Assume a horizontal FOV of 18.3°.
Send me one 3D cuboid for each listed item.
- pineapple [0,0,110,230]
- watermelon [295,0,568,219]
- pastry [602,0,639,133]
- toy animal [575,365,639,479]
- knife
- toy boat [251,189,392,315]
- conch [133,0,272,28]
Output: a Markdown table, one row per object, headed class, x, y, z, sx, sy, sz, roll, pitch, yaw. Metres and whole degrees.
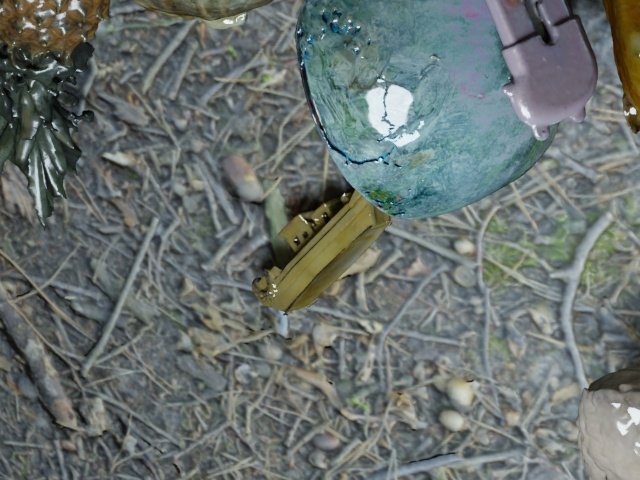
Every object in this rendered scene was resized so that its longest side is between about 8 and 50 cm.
| class | x | y | z | sx | sy | sz | roll | pitch | yaw |
| --- | --- | --- | --- | --- | --- | --- | --- | --- | --- |
| pineapple | -0.289 | -0.188 | 1.966 | 0.165 | 0.165 | 0.364 | 31 | 132 | 14 |
| watermelon | 0.108 | -0.150 | 1.708 | 0.175 | 0.188 | 0.322 | -3 | 118 | 35 |
| pastry | 0.274 | -0.201 | 1.568 | 0.100 | 0.229 | 0.218 | -9 | 74 | 4 |
| toy animal | 0.392 | 0.237 | 1.756 | 0.358 | 0.188 | 0.226 | 26 | 138 | 17 |
| knife | 0.140 | -0.279 | 1.631 | 0.398 | 0.132 | 0.038 | 68 | 161 | -10 |
| toy boat | 0.000 | 0.000 | 1.953 | 0.206 | 0.064 | 0.072 | -46 | 70 | 39 |
| conch | -0.077 | -0.274 | 1.751 | 0.159 | 0.210 | 0.291 | 46 | 150 | 34 |
